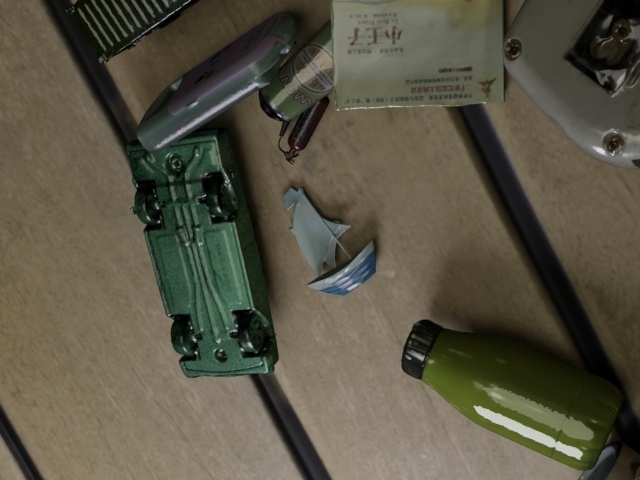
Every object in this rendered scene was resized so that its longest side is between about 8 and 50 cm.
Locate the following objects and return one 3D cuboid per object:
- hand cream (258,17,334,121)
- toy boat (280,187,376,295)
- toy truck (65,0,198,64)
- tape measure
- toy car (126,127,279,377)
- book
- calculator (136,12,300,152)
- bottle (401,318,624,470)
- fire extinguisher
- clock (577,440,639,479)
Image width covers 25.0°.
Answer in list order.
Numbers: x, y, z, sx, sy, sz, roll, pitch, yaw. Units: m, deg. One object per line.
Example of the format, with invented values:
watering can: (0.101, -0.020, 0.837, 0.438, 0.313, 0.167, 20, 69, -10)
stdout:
hand cream: (0.019, -0.219, 1.674, 0.235, 0.055, 0.086, -37, 97, 18)
toy boat: (-0.001, 0.011, 1.789, 0.149, 0.034, 0.105, 33, 117, 8)
toy truck: (-0.161, -0.314, 1.678, 0.259, 0.121, 0.088, -30, 97, 30)
tape measure: (0.335, -0.205, 1.459, 0.258, 0.130, 0.265, 37, 101, 20)
toy car: (-0.138, 0.017, 1.813, 0.141, 0.097, 0.321, -6, 107, 24)
book: (0.105, -0.290, 1.603, 0.201, 0.026, 0.290, -2, 110, 6)
calculator: (-0.122, -0.184, 1.703, 0.246, 0.141, 0.045, -29, 110, 31)
bottle: (0.221, 0.174, 1.714, 0.260, 0.112, 0.112, 23, 118, 14)
fire extinguisher: (-0.030, -0.138, 1.744, 0.046, 0.032, 0.100, 29, 113, -2)
clock: (0.327, 0.311, 1.697, 0.063, 0.155, 0.229, 35, 129, 8)
